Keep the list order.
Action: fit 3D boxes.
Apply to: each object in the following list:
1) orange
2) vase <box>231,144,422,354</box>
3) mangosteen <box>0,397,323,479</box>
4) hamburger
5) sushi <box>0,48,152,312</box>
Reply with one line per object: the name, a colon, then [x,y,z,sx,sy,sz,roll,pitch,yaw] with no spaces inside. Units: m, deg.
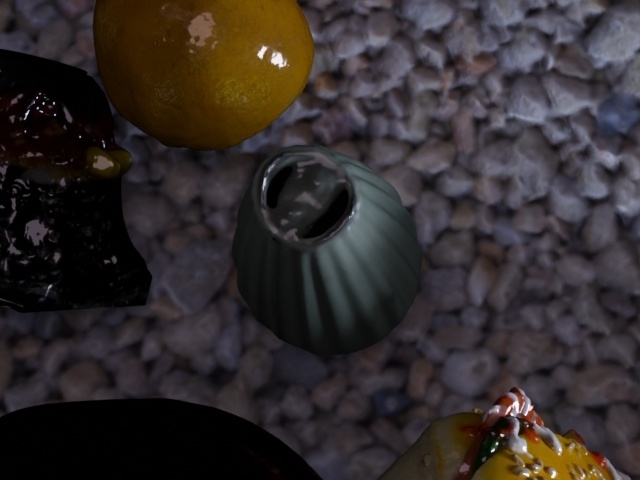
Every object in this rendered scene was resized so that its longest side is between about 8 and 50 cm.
orange: [-0.084,-0.132,1.348,0.159,0.159,0.136,29,104,9]
vase: [0.000,0.000,1.263,0.128,0.248,0.128,-1,77,4]
mangosteen: [-0.106,0.304,1.170,0.382,0.382,0.435,-41,111,-6]
hamburger: [0.144,0.223,1.190,0.151,0.295,0.227,-28,48,11]
sushi: [-0.213,-0.051,1.338,0.172,0.153,0.150,20,100,27]
